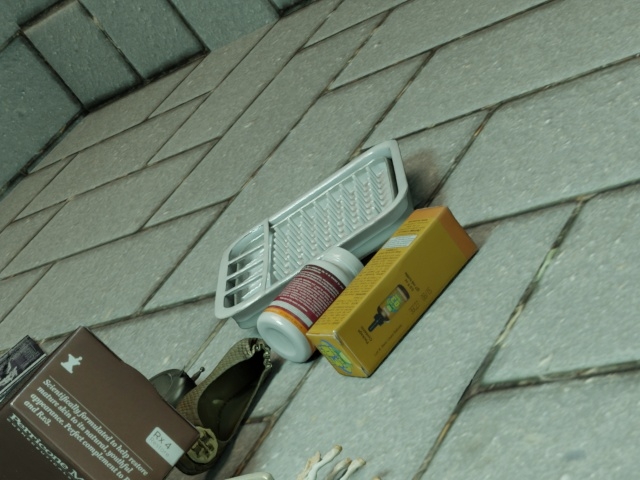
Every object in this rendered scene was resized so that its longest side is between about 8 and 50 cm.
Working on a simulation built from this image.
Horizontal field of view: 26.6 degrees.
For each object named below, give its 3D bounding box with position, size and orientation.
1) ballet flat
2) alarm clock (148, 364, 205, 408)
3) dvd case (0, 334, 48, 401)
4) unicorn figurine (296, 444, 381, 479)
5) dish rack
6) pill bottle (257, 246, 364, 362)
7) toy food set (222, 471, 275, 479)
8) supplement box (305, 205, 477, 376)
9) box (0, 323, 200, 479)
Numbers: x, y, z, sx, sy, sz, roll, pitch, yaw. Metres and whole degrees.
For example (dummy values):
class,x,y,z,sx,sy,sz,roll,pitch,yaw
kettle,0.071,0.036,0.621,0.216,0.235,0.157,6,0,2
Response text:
class,x,y,z,sx,sy,sz,roll,pitch,yaw
ballet flat,-0.120,0.204,1.735,0.058,0.084,0.250,-26,17,36
alarm clock,-0.243,0.247,1.883,0.192,0.064,0.129,-38,19,10
dvd case,-0.592,0.255,2.555,0.164,0.018,0.221,-41,18,-12
unicorn figurine,0.004,0.268,1.403,0.111,0.060,0.162,-44,4,-14
dish rack,0.000,0.000,1.986,0.333,0.072,0.285,-34,19,12
pill bottle,-0.007,0.081,1.790,0.152,0.086,0.086,-48,21,-27
toy food set,-0.182,0.376,1.423,0.219,0.092,0.306,-22,25,40
supplement box,0.089,0.061,1.677,0.233,0.078,0.080,-47,21,-26
box,-0.316,0.257,1.667,0.143,0.191,0.381,-50,7,-33
